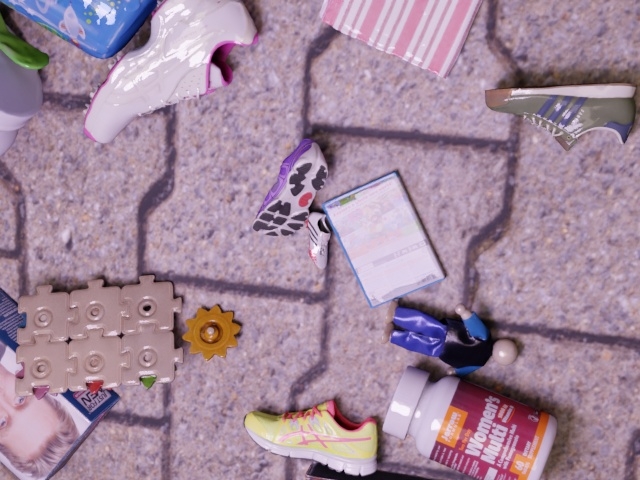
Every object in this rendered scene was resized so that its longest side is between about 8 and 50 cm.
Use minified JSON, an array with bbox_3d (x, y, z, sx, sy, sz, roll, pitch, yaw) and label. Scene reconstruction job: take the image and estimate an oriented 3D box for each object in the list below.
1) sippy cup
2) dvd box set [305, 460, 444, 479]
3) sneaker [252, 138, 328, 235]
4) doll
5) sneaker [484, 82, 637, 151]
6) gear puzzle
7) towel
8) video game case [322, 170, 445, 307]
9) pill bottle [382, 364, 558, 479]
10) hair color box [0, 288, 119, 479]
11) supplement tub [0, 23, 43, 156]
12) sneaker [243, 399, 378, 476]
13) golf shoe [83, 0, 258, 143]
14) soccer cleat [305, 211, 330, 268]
[{"bbox_3d":[-0.326,-0.370,1.488,0.224,0.240,0.305,39,156,-7],"label":"sippy cup"},{"bbox_3d":[0.119,0.555,1.670,0.307,0.062,0.421,7,106,15],"label":"dvd box set"},{"bbox_3d":[-0.040,-0.072,1.561,0.068,0.071,0.170,19,128,-25],"label":"sneaker"},{"bbox_3d":[0.183,0.136,1.548,0.189,0.046,0.129,16,126,10],"label":"doll"},{"bbox_3d":[0.309,-0.157,1.428,0.192,0.064,0.086,0,99,13],"label":"sneaker"},{"bbox_3d":[-0.286,0.143,1.660,0.338,0.044,0.176,-6,66,2],"label":"gear puzzle"},{"bbox_3d":[0.110,-0.319,1.468,0.197,0.029,0.144,26,110,6],"label":"towel"},{"bbox_3d":[0.089,0.000,1.561,0.119,0.015,0.166,-23,97,21],"label":"video game case"},{"bbox_3d":[0.206,0.260,1.537,0.221,0.121,0.121,21,109,10],"label":"pill bottle"},{"bbox_3d":[-0.507,0.205,1.740,0.347,0.105,0.174,41,112,2],"label":"hair color box"},{"bbox_3d":[-0.589,-0.176,1.593,0.331,0.241,0.241,-32,94,21],"label":"supplement tub"},{"bbox_3d":[-0.010,0.274,1.633,0.208,0.081,0.094,13,100,6],"label":"sneaker"},{"bbox_3d":[-0.211,-0.229,1.540,0.140,0.115,0.306,43,114,-3],"label":"golf shoe"},{"bbox_3d":[0.000,0.000,1.576,0.035,0.029,0.083,-2,100,43],"label":"soccer cleat"}]
